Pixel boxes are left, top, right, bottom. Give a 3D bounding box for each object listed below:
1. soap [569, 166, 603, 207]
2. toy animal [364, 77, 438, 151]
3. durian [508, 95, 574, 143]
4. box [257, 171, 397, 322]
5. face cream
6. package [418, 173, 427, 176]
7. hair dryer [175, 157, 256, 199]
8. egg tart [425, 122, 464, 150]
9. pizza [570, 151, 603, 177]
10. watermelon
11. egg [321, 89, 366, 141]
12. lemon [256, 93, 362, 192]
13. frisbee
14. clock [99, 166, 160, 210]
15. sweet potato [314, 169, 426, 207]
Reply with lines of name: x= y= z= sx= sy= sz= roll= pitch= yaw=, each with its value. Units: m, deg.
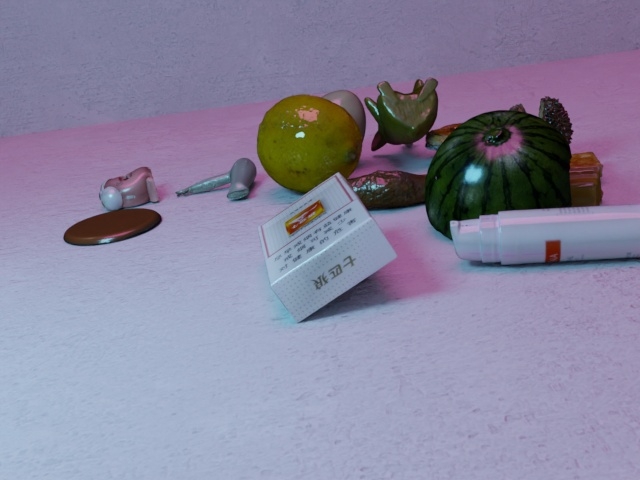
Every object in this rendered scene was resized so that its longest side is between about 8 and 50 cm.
soap: x=0.486 y=-0.105 z=1.669 sx=0.233 sy=0.076 sz=0.135 roll=1 pitch=22 yaw=26
toy animal: x=0.224 y=-0.359 z=2.215 sx=0.181 sy=0.180 sz=0.363 roll=-14 pitch=3 yaw=-7
durian: x=0.549 y=-0.266 z=1.949 sx=0.196 sy=0.196 sz=0.167 roll=3 pitch=50 yaw=27
box: x=0.000 y=-0.001 z=1.429 sx=0.210 sy=0.095 sz=0.330 roll=-34 pitch=21 yaw=3
face cream: x=0.413 y=-0.009 z=1.390 sx=0.345 sy=0.102 sz=0.102 roll=-4 pitch=20 yaw=13
package: x=0.274 y=-0.153 z=1.968 sx=0.200 sy=0.022 sz=0.083 roll=-2 pitch=20 yaw=22
hair dryer: x=-0.299 y=-0.149 z=2.149 sx=0.237 sy=0.075 sz=0.206 roll=-13 pitch=25 yaw=9
egg tart: x=0.409 y=-0.275 z=2.148 sx=0.234 sy=0.094 sz=0.234 roll=-10 pitch=17 yaw=3
pizza: x=0.621 y=-0.175 z=1.852 sx=0.134 sy=0.046 sz=0.175 roll=-19 pitch=23 yaw=-24
watermelon: x=0.353 y=-0.160 z=1.573 sx=0.330 sy=0.189 sz=0.331 roll=-12 pitch=36 yaw=9
egg: x=0.037 y=-0.319 z=2.222 sx=0.186 sy=0.242 sz=0.186 roll=26 pitch=-6 yaw=3
lemon: x=-0.026 y=-0.250 z=2.010 sx=0.310 sy=0.258 sz=0.258 roll=15 pitch=29 yaw=35
frisbee: x=-0.534 y=-0.039 z=1.969 sx=0.251 sy=0.021 sz=0.251 roll=-8 pitch=20 yaw=3
clock: x=-0.550 y=-0.149 z=2.181 sx=0.162 sy=0.093 sz=0.166 roll=-15 pitch=21 yaw=-12
sweet potato: x=0.145 y=-0.122 z=1.825 sx=0.341 sy=0.092 sz=0.114 roll=-4 pitch=3 yaw=10
